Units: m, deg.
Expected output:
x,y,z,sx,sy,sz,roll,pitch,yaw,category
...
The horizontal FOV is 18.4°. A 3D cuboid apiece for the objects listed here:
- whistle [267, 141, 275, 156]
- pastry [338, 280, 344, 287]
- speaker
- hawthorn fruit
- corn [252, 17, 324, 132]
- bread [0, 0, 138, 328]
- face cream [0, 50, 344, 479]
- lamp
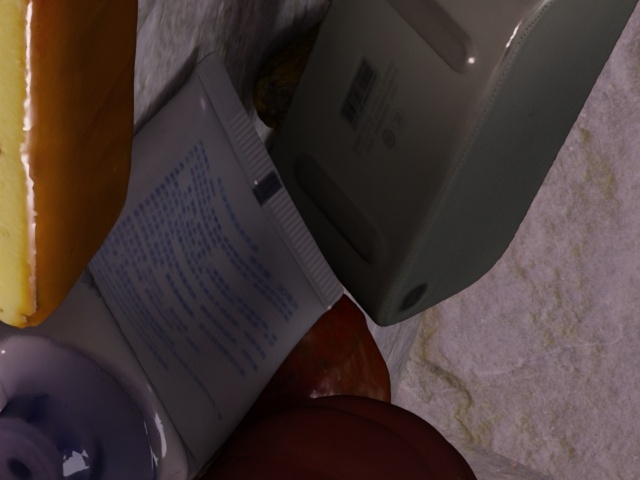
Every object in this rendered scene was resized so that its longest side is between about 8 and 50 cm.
x,y,z,sx,sy,sz,roll,pitch,yaw,category
-0.016,-0.050,2.054,0.105,0.085,0.227,-55,168,-19,whistle
0.005,-0.004,1.953,0.121,0.089,0.258,-46,154,27,pastry
0.102,-0.132,1.679,0.183,0.184,0.406,-24,150,-39,speaker
-0.045,0.110,1.727,0.300,0.254,0.254,-53,163,-46,hawthorn fruit
0.015,-0.165,1.905,0.313,0.102,0.102,-45,156,-69,corn
-0.157,-0.098,1.108,0.361,0.077,0.138,101,14,-53,bread
-0.111,0.047,1.447,0.235,0.137,0.420,61,36,-17,face cream
0.005,0.266,1.480,0.303,0.257,0.303,-36,133,-53,lamp
